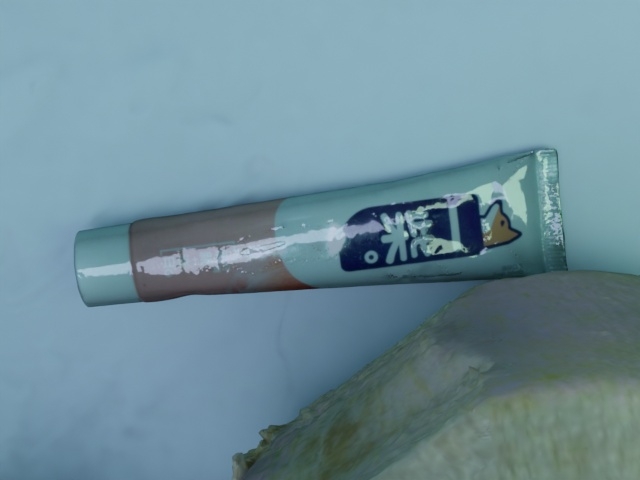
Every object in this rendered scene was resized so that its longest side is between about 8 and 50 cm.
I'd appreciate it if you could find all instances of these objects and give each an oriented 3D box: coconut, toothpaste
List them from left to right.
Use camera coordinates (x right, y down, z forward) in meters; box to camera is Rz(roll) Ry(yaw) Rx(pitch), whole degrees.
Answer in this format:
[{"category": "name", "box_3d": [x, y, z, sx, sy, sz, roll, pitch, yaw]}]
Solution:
[{"category": "toothpaste", "box_3d": [0.000, 0.000, 0.541, 0.205, 0.036, 0.056, -6, 102, 4]}, {"category": "coconut", "box_3d": [0.085, 0.166, 0.421, 0.298, 0.309, 0.297, 1, 100, 4]}]
